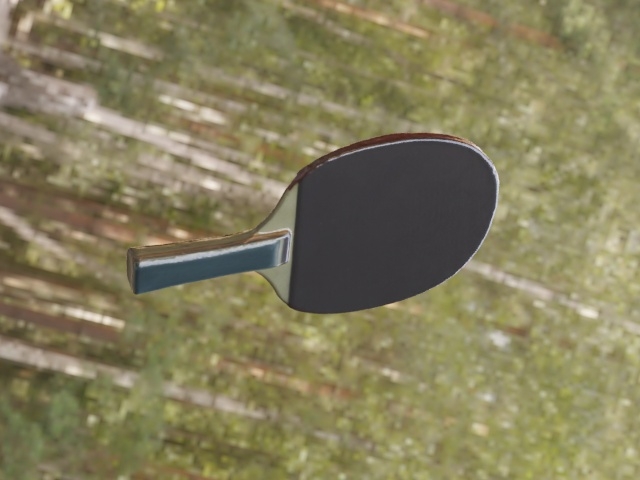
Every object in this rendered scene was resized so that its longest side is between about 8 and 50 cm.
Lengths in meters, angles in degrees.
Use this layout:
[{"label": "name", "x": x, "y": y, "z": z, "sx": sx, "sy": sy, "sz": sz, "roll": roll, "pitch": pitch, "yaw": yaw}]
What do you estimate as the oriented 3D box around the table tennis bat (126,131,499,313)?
[{"label": "table tennis bat", "x": 0.000, "y": 0.000, "z": 1.170, "sx": 0.022, "sy": 0.301, "sz": 0.173, "roll": -120, "pitch": -153, "yaw": -45}]
